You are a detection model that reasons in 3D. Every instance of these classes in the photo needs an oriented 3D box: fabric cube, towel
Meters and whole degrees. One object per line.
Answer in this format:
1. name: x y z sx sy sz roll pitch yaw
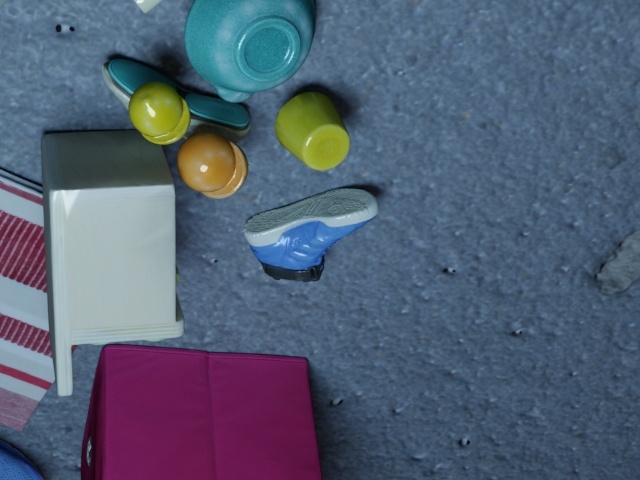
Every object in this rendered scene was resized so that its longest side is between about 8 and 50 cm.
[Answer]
1. fabric cube: -0.145 0.306 1.788 0.259 0.258 0.254 5 131 -12
2. towel: -0.370 0.062 1.695 0.237 0.037 0.329 23 122 -23

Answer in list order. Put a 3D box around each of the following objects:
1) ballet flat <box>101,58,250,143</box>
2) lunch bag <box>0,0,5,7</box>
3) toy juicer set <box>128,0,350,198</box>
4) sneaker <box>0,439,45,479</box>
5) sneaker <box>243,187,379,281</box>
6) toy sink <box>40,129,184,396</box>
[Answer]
1. ballet flat: -0.151 -0.130 1.547 0.168 0.057 0.052 21 134 -23
2. lunch bag: -0.424 -0.224 1.342 0.235 0.169 0.287 41 82 -30
3. toy juicer set: -0.098 -0.188 1.466 0.209 0.089 0.329 -22 128 -11
4. sneaker: -0.450 0.261 1.755 0.330 0.147 0.130 29 78 -29
5. sneaker: 0.000 -0.001 1.673 0.152 0.058 0.085 -16 125 11
6. toy sink: -0.212 0.023 1.564 0.131 0.153 0.234 -3 115 -12
